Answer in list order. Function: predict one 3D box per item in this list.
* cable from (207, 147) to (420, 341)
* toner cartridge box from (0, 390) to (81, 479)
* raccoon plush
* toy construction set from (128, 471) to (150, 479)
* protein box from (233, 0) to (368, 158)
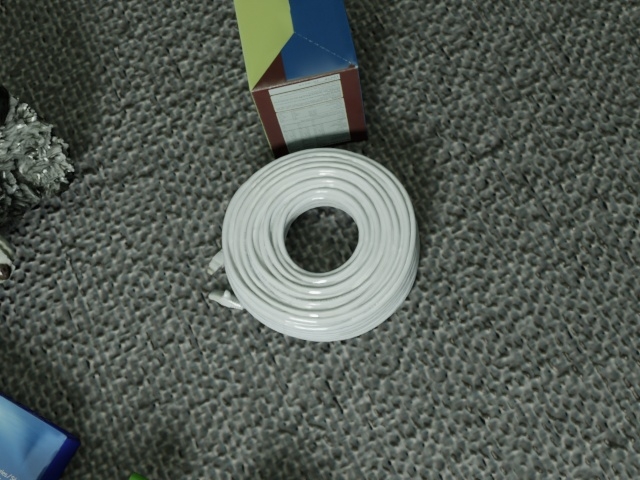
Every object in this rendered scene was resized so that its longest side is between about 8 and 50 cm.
[{"bbox_3d":[0.000,0.000,1.237,0.257,0.089,0.257,24,75,14],"label":"cable"},{"bbox_3d":[-0.491,0.229,1.194,0.347,0.075,0.165,28,75,7],"label":"toner cartridge box"},{"bbox_3d":[-0.527,-0.064,1.278,0.446,0.216,0.299,20,68,43],"label":"raccoon plush"},{"bbox_3d":[-0.354,0.396,1.048,0.237,0.257,0.309,29,106,-1],"label":"toy construction set"},{"bbox_3d":[-0.026,-0.247,1.268,0.135,0.201,0.200,-12,70,2],"label":"protein box"}]
